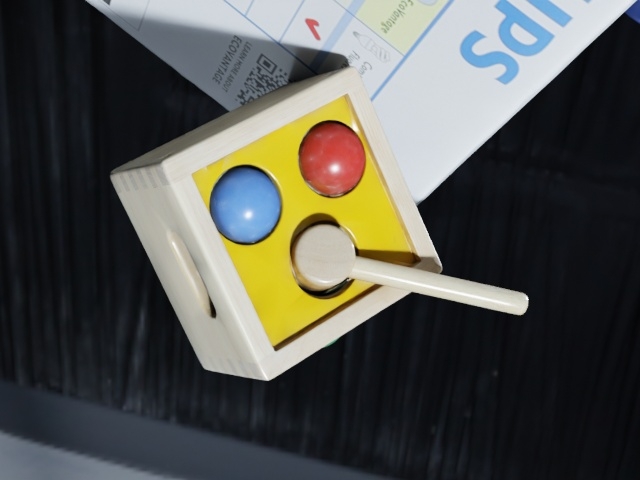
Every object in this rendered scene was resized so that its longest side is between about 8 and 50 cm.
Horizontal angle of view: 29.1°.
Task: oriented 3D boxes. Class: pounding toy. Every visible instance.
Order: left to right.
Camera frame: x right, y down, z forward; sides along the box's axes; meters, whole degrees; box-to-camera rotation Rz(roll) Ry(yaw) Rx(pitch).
[{"bbox_3d":[0.000,0.000,0.589,0.130,0.141,0.100,-30,13,-26],"label":"pounding toy"}]

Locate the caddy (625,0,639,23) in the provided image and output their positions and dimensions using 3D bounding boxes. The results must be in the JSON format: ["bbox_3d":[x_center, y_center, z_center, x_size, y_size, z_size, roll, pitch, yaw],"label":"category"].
[{"bbox_3d":[0.346,-0.287,0.872,0.179,0.341,0.241,24,23,-25],"label":"caddy"}]

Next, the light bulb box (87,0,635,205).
[{"bbox_3d":[0.008,-0.244,0.592,0.361,0.358,0.225,38,62,-3],"label":"light bulb box"}]
